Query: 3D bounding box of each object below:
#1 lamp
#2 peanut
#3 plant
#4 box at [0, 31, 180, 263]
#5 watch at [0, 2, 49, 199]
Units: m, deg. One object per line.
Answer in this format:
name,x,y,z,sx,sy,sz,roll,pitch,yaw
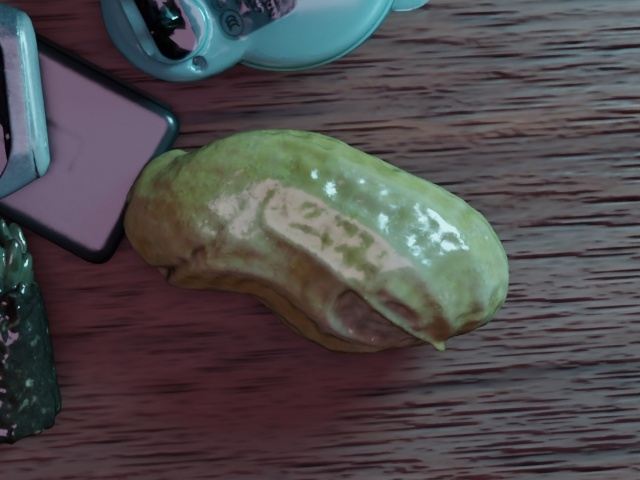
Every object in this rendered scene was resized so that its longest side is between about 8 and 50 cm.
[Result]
lamp,-0.054,-0.240,1.604,0.284,0.147,0.209,-27,94,-10
peanut,0.003,-0.005,1.627,0.340,0.158,0.174,27,122,-2
plant,-0.304,0.081,1.618,0.132,0.129,0.194,-14,98,-3
box,-0.256,-0.097,1.648,0.230,0.050,0.160,28,92,-5
watch,-0.336,-0.119,1.584,0.193,0.068,0.206,-7,96,-3
